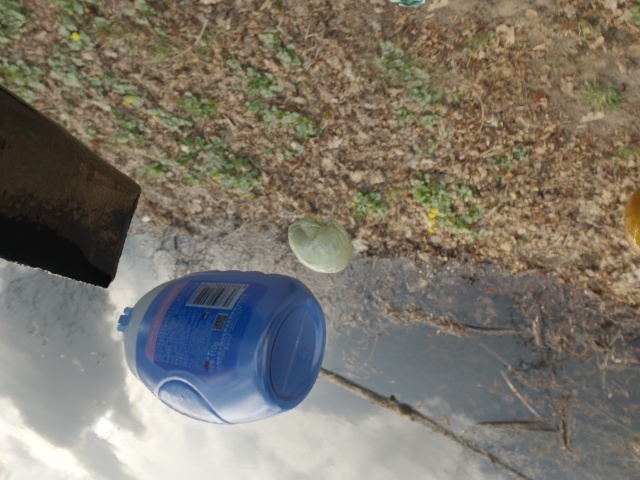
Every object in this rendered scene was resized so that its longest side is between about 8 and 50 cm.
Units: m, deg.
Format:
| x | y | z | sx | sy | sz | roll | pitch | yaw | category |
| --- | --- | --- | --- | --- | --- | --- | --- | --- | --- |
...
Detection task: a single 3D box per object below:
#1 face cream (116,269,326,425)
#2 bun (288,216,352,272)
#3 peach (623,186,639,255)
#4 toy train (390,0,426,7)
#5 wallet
| x | y | z | sx | sy | sz | roll | pitch | yaw | category |
| --- | --- | --- | --- | --- | --- | --- | --- | --- | --- |
| -0.119 | 0.100 | 0.508 | 0.264 | 0.149 | 0.083 | -2 | 151 | 41 | face cream |
| 0.000 | 0.000 | 1.286 | 0.164 | 0.188 | 0.111 | 0 | 121 | -21 | bun |
| 0.494 | -0.030 | 0.693 | 0.138 | 0.138 | 0.138 | 13 | 129 | 16 | peach |
| 0.126 | -0.511 | 0.867 | 0.163 | 0.112 | 0.203 | 3 | 167 | 11 | toy train |
| -0.234 | -0.035 | 0.438 | 0.025 | 0.124 | 0.244 | 11 | 168 | 11 | wallet |
